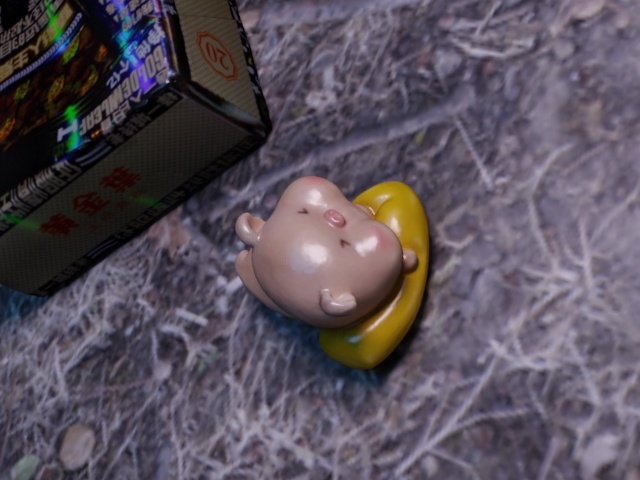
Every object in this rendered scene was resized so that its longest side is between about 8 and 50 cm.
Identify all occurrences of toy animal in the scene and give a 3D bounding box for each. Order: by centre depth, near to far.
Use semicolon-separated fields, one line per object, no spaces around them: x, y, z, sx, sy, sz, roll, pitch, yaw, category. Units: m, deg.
0.000;0.000;0.658;0.114;0.082;0.091;36;94;45;toy animal

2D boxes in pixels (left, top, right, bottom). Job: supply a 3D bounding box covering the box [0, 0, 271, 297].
-0.158;-0.145;0.860;0.198;0.084;0.310;-34;52;24;box
